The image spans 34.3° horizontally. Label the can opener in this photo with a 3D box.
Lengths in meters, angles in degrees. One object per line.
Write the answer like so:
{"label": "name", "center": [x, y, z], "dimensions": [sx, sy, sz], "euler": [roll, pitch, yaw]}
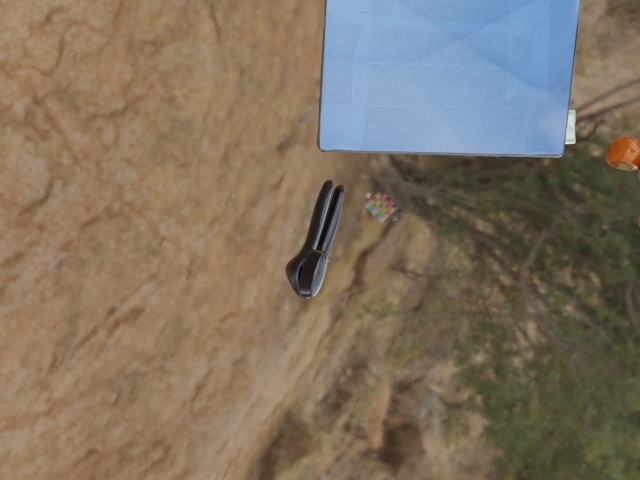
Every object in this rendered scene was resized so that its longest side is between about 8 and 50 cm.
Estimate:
{"label": "can opener", "center": [0.000, 0.000, 1.562], "dimensions": [0.059, 0.073, 0.186], "euler": [34, 69, -49]}

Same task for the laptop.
{"label": "laptop", "center": [0.215, -0.305, 1.347], "dimensions": [0.408, 0.381, 0.236], "euler": [123, -37, -64]}

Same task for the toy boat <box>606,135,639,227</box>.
{"label": "toy boat", "center": [0.520, -0.119, 1.626], "dimensions": [0.151, 0.151, 0.231], "euler": [113, -10, -50]}

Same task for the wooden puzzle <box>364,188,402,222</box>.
{"label": "wooden puzzle", "center": [0.124, -0.069, 2.098], "dimensions": [0.049, 0.083, 0.006], "euler": [-43, -179, 3]}

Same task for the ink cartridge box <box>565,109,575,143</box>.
{"label": "ink cartridge box", "center": [0.332, -0.193, 1.773], "dimensions": [0.209, 0.109, 0.062], "euler": [-6, 96, -41]}
